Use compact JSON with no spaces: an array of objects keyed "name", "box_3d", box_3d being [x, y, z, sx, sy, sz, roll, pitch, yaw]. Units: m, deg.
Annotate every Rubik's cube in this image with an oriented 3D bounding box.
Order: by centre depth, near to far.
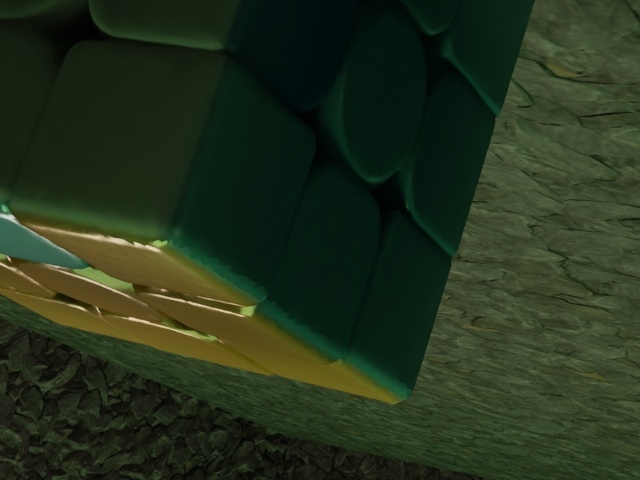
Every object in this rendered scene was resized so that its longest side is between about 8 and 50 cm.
[{"name":"Rubik's cube","box_3d":[-0.085,-0.100,0.840,0.291,0.290,0.292,11,164,31]}]
